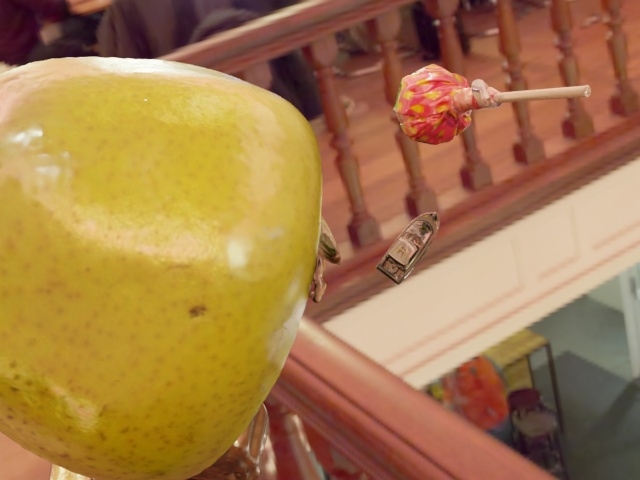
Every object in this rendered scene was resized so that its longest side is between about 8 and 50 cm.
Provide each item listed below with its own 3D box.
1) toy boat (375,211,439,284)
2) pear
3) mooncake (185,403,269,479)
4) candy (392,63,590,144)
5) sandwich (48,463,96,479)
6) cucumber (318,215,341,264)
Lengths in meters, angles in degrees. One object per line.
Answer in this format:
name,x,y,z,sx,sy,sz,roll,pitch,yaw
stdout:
toy boat,0.159,0.008,1.872,0.055,0.060,0.141,37,88,18
pear,-0.186,0.014,0.822,0.318,0.342,0.238,20,12,-25
mooncake,-0.242,0.366,1.978,0.290,0.290,0.161,-7,53,16
candy,0.244,-0.201,1.549,0.124,0.124,0.365,-30,20,-29
sandwich,-0.456,0.446,2.009,0.094,0.096,0.258,-4,39,-3
cucumber,0.000,0.000,1.765,0.035,0.067,0.107,-19,45,-13
